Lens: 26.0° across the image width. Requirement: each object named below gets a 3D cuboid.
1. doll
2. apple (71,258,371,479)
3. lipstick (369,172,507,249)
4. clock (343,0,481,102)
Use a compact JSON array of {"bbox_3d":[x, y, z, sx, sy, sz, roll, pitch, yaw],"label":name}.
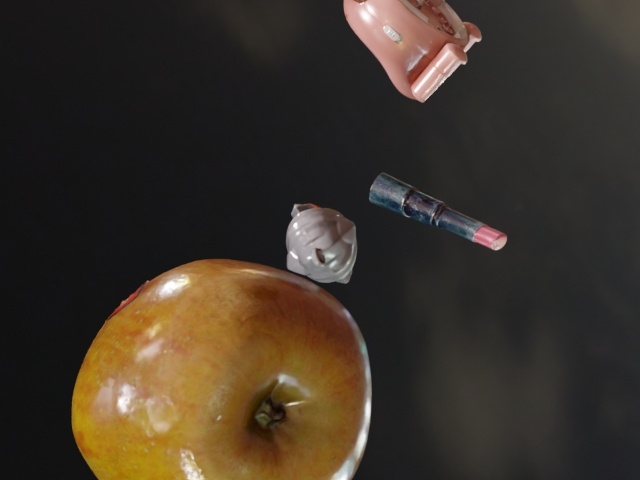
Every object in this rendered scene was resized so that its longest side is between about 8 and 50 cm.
[{"bbox_3d":[0.000,0.000,1.397,0.094,0.079,0.180,57,-176,-7],"label":"doll"},{"bbox_3d":[-0.124,0.218,1.815,0.400,0.400,0.333,48,173,-9],"label":"apple"},{"bbox_3d":[0.190,-0.040,2.213,0.234,0.053,0.053,25,-163,23],"label":"lipstick"},{"bbox_3d":[0.132,-0.361,2.338,0.241,0.142,0.227,43,-155,-5],"label":"clock"}]
